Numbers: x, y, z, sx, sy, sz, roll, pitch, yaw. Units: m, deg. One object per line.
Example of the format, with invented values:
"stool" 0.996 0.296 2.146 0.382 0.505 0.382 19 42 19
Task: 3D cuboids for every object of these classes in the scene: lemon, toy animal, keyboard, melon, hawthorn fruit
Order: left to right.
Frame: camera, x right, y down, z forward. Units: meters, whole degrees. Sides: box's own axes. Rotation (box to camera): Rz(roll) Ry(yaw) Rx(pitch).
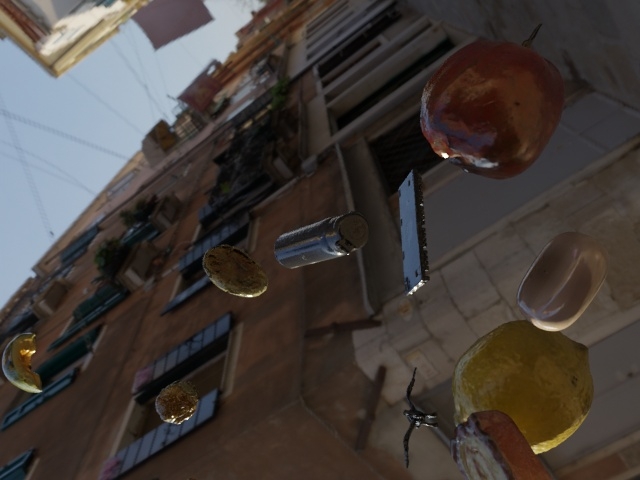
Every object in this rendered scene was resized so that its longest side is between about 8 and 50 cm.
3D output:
"melon" -0.768 0.310 1.441 0.128 0.079 0.160 74 177 -64
"keyboard" 0.229 -0.025 1.395 0.027 0.106 0.316 11 -121 -15
"toy animal" 0.215 0.399 1.285 0.108 0.062 0.220 26 -119 -40
"hawthorn fruit" 0.323 -0.269 1.040 0.254 0.300 0.254 29 -174 -3
"lemon" 0.490 0.356 1.396 0.336 0.336 0.336 51 -165 -19

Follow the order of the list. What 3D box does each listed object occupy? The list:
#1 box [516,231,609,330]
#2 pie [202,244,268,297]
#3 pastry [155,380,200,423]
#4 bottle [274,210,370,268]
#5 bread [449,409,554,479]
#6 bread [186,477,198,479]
"box" 0.464 0.078 1.097 0.088 0.200 0.146 27 -171 -16
"pie" -0.326 0.116 2.198 0.274 0.055 0.274 24 -150 -15
"pastry" -0.489 0.551 1.943 0.081 0.153 0.153 37 177 46
"bottle" 0.000 0.000 1.035 0.072 0.082 0.244 40 155 -18
"bread" 0.374 0.478 1.148 0.190 0.123 0.244 105 147 -48
"bread" -0.338 0.632 1.184 0.132 0.294 0.167 50 167 14
